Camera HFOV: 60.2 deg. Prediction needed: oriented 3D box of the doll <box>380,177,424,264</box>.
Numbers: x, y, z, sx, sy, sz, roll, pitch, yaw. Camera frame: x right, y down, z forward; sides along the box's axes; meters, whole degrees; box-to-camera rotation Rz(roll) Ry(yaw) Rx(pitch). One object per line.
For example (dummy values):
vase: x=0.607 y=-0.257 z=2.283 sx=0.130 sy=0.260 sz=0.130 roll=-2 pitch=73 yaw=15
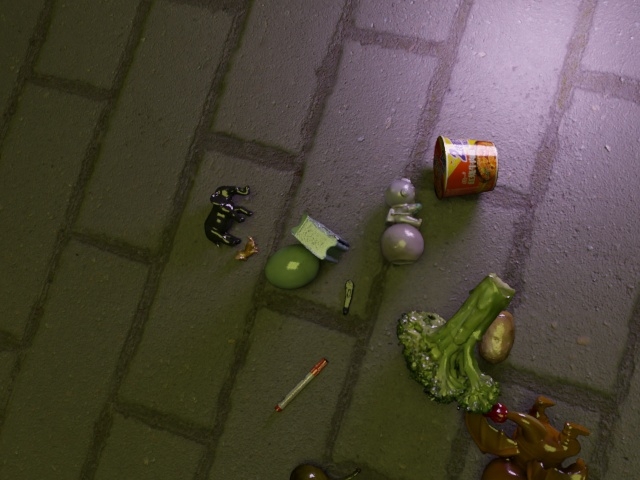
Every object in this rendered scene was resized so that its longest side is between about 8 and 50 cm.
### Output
doll: x=0.267 y=-0.068 z=1.827 sx=0.151 sy=0.151 sz=0.287 roll=-2 pitch=78 yaw=9

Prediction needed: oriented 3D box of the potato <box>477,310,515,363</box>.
potato: x=0.559 y=0.307 z=1.753 sx=0.107 sy=0.080 sz=0.170 roll=8 pitch=88 yaw=10

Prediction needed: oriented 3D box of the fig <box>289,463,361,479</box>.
fig: x=0.016 y=0.774 z=1.781 sx=0.237 sy=0.124 sz=0.124 roll=-7 pitch=80 yaw=-15

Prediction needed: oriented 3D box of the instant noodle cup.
instant noodle cup: x=0.469 y=-0.237 z=1.792 sx=0.174 sy=0.213 sz=0.213 roll=-1 pitch=82 yaw=0

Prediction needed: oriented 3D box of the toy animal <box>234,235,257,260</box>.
toy animal: x=-0.265 y=0.033 z=1.941 sx=0.083 sy=0.060 sz=0.081 roll=-20 pitch=119 yaw=5

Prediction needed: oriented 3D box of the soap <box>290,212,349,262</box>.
soap: x=0.000 y=0.000 z=1.798 sx=0.150 sy=0.261 sz=0.094 roll=37 pitch=93 yaw=13

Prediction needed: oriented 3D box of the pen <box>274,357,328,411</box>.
pen: x=-0.064 y=0.486 z=1.858 sx=0.239 sy=0.028 sz=0.028 roll=-45 pitch=78 yaw=1

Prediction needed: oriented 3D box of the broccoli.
broccoli: x=0.396 y=0.273 z=1.667 sx=0.353 sy=0.275 sz=0.396 roll=7 pitch=101 yaw=28

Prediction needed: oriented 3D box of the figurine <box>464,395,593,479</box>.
figurine: x=0.587 y=0.655 z=1.622 sx=0.401 sy=0.268 sz=0.386 roll=30 pitch=106 yaw=44

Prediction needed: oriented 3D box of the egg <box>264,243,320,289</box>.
egg: x=-0.095 y=0.090 z=1.856 sx=0.192 sy=0.149 sz=0.149 roll=-15 pitch=80 yaw=12

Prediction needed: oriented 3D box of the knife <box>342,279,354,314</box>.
knife: x=0.092 y=0.195 z=1.878 sx=0.031 sy=0.018 sz=0.121 roll=11 pitch=85 yaw=4

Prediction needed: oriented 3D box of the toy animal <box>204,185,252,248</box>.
toy animal: x=-0.327 y=-0.092 z=1.937 sx=0.146 sy=0.114 sz=0.245 roll=25 pitch=87 yaw=11
